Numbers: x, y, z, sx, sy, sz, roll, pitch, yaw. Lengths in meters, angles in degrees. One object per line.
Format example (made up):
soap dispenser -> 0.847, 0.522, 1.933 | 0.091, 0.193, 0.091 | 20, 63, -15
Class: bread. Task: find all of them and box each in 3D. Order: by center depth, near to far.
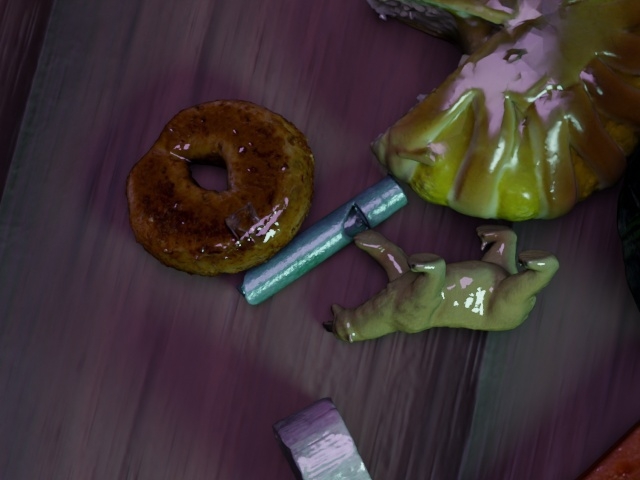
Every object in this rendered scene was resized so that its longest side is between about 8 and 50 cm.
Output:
bread -> 0.194, -0.184, 1.777 | 0.333, 0.160, 0.333 | 0, 79, -1
bread -> -0.095, -0.049, 1.798 | 0.193, 0.064, 0.193 | -5, 67, 12

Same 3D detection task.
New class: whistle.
whistle -> 0.000, 0.000, 1.803 | 0.186, 0.039, 0.039 | -33, 80, -6

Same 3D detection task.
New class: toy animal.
toy animal -> 0.112, 0.049, 1.771 | 0.218, 0.103, 0.101 | -3, 112, -5

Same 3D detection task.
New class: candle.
candle -> 0.010, 0.218, 1.709 | 0.068, 0.192, 0.168 | -26, 35, -6

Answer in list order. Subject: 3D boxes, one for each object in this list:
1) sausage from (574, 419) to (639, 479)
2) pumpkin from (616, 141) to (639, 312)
sausage -> 0.274, 0.252, 1.717 | 0.330, 0.102, 0.102 | -42, 81, -8
pumpkin -> 0.416, -0.010, 1.705 | 0.315, 0.238, 0.315 | 5, 73, -17
